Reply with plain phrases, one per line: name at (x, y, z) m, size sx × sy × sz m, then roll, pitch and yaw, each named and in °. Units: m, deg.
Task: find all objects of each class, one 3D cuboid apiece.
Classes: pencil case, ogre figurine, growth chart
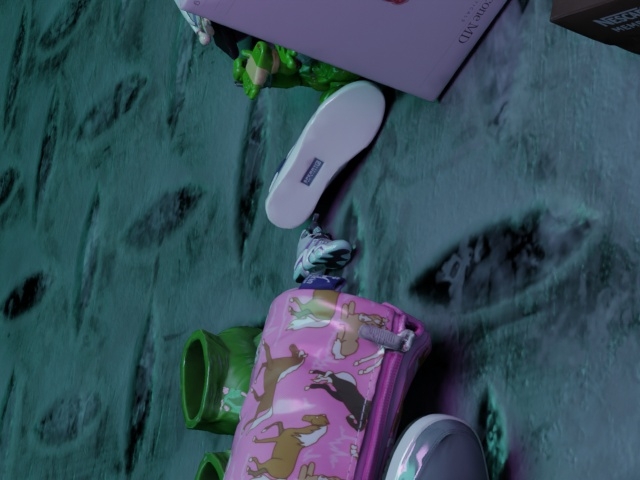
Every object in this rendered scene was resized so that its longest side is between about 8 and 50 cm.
pencil case at (-0.012, 0.224, 1.312) m, size 0.167 × 0.160 × 0.386 m, roll 93°, pitch -169°, yaw -57°
ogre figurine at (-0.006, -0.196, 1.632) m, size 0.197 × 0.118 × 0.097 m, roll -46°, pitch 47°, yaw 52°
growth chart at (-0.171, -0.326, 1.825) m, size 0.172 × 0.021 × 0.237 m, roll 60°, pitch 170°, yaw 12°

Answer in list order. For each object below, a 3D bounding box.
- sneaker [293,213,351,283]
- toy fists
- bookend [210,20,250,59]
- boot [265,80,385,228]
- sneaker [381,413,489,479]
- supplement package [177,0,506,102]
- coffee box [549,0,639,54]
sneaker at (0.000, 0.000, 1.612) m, size 0.098 × 0.038 × 0.069 m, roll -33°, pitch 49°, yaw 50°
toy fists at (-0.049, 0.199, 1.488) m, size 0.096 × 0.142 × 0.279 m, roll -57°, pitch 33°, yaw 39°
bookend at (-0.079, -0.332, 1.864) m, size 0.072 × 0.156 × 0.157 m, roll 46°, pitch 160°, yaw 58°
boot at (0.000, -0.105, 1.641) m, size 0.190 × 0.069 × 0.086 m, roll -51°, pitch 16°, yaw 18°
sneaker at (0.117, 0.282, 1.170) m, size 0.178 × 0.124 × 0.295 m, roll -13°, pitch 72°, yaw 63°
supplement package at (0.018, -0.288, 1.457) m, size 0.177 × 0.293 × 0.175 m, roll -55°, pitch 33°, yaw 30°
coffee box at (0.280, -0.286, 1.196) m, size 0.141 × 0.098 × 0.246 m, roll -9°, pitch 68°, yaw 62°
